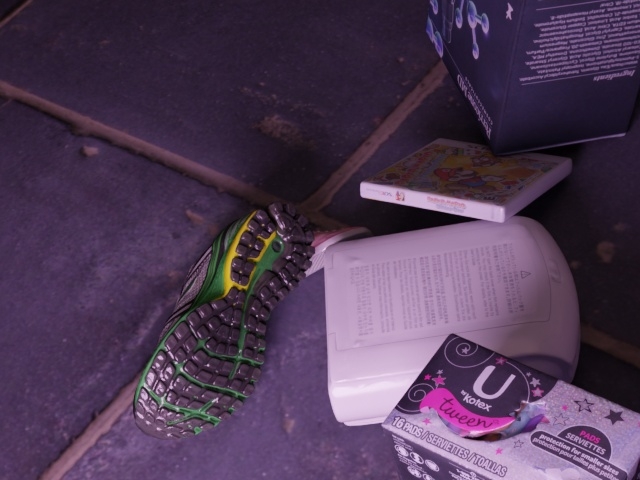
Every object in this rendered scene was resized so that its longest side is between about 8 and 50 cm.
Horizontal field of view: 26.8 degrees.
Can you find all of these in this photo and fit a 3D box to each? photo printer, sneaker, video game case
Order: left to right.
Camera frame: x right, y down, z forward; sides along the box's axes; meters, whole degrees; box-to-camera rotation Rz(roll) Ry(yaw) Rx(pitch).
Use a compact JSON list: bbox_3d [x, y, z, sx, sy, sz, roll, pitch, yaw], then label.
[{"bbox_3d":[-0.133,0.110,1.733,0.146,0.134,0.343,-15,38,58],"label":"sneaker"},{"bbox_3d":[0.000,0.000,1.825,0.134,0.051,0.070,-25,51,-2],"label":"sneaker"},{"bbox_3d":[0.161,0.092,1.652,0.308,0.107,0.256,-10,44,6],"label":"photo printer"},{"bbox_3d":[0.197,-0.085,1.791,0.206,0.026,0.227,12,25,30],"label":"video game case"}]

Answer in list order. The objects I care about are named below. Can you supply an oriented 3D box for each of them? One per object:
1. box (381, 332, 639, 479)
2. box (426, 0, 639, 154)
[{"bbox_3d":[0.212,0.228,1.384,0.247,0.163,0.142,21,57,32],"label":"box"},{"bbox_3d":[0.302,-0.365,1.809,0.212,0.395,0.293,-10,47,-13],"label":"box"}]
